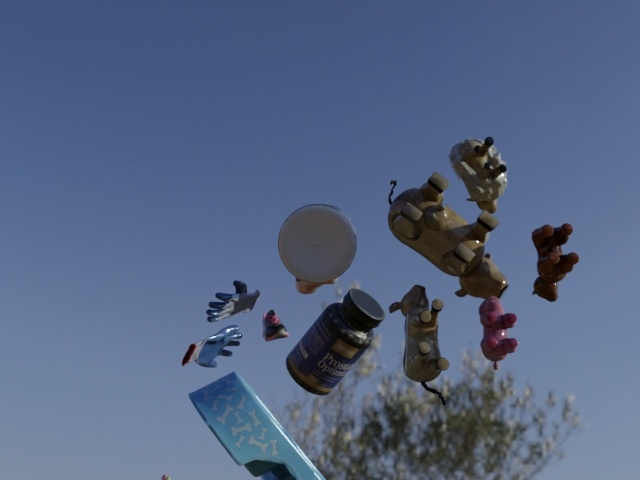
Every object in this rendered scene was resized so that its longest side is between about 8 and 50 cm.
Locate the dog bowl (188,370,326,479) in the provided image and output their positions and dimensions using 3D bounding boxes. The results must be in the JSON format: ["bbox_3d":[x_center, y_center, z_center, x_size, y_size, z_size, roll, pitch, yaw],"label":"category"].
[{"bbox_3d":[-0.062,0.302,1.412,0.297,0.074,0.166,52,-6,-12],"label":"dog bowl"}]

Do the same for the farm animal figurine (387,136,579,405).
[{"bbox_3d":[0.210,0.043,1.600,0.330,0.327,0.172,-32,-11,-16],"label":"farm animal figurine"}]

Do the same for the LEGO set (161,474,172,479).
[{"bbox_3d":[-0.250,0.466,1.726,0.132,0.107,0.287,48,-27,-12],"label":"LEGO set"}]

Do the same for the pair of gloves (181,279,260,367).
[{"bbox_3d":[-0.178,0.158,1.915,0.023,0.198,0.159,35,17,23],"label":"pair of gloves"}]

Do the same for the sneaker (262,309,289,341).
[{"bbox_3d":[-0.092,0.164,1.999,0.047,0.057,0.119,-8,2,-15],"label":"sneaker"}]

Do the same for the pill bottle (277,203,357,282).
[{"bbox_3d":[0.000,0.000,1.777,0.130,0.131,0.246,3,3,3],"label":"pill bottle"}]

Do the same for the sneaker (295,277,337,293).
[{"bbox_3d":[-0.028,0.067,1.942,0.070,0.051,0.134,10,-17,-29],"label":"sneaker"}]

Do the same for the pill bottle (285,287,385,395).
[{"bbox_3d":[0.034,0.209,2.152,0.122,0.123,0.219,22,-63,-35],"label":"pill bottle"}]
